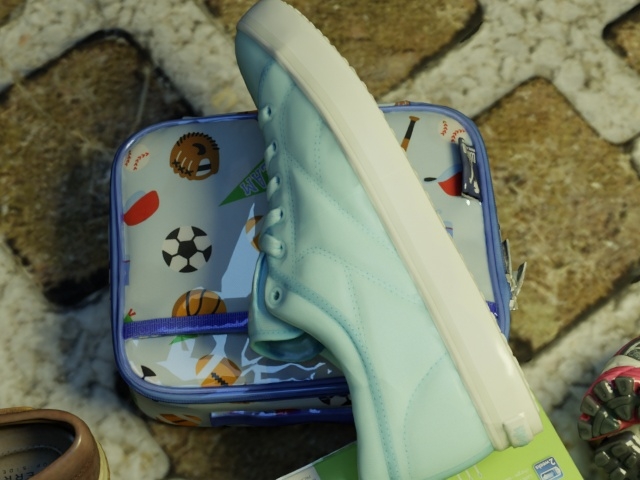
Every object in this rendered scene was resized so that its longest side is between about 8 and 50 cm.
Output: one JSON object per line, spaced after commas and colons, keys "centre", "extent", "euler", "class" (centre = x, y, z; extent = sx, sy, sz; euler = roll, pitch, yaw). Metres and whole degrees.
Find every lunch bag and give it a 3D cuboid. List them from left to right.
{"centre": [-0.002, 0.024, 1.221], "extent": [0.303, 0.115, 0.243], "euler": [-3, 66, 0], "class": "lunch bag"}

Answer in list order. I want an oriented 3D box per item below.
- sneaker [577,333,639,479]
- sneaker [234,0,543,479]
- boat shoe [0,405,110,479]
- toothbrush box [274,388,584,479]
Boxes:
{"centre": [0.330, 0.172, 1.174], "extent": [0.299, 0.121, 0.112], "euler": [41, 41, 7], "class": "sneaker"}
{"centre": [0.000, 0.000, 1.103], "extent": [0.150, 0.135, 0.366], "euler": [-28, 65, -2], "class": "sneaker"}
{"centre": [-0.318, 0.181, 1.139], "extent": [0.342, 0.123, 0.123], "euler": [-10, 67, -6], "class": "boat shoe"}
{"centre": [0.106, 0.263, 1.118], "extent": [0.206, 0.122, 0.283], "euler": [-25, 69, -12], "class": "toothbrush box"}
